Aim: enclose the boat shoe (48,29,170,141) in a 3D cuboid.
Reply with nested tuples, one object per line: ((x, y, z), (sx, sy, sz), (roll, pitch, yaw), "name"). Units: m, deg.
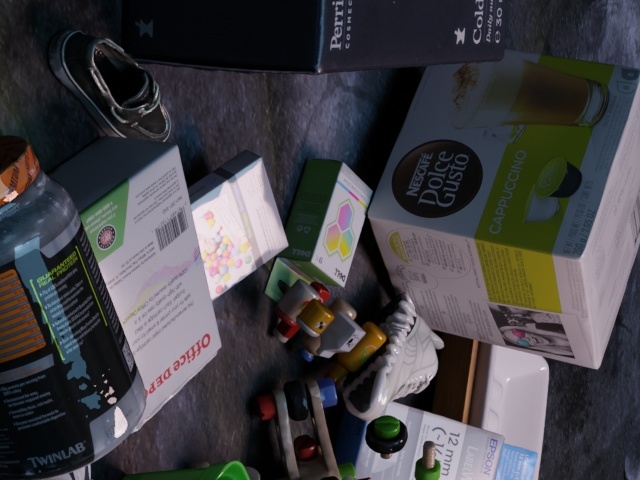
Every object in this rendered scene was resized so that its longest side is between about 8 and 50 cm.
((-0.225, -0.166, 1.786), (0.219, 0.070, 0.078), (42, 62, -54), "boat shoe")

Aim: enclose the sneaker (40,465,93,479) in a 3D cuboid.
((-0.302, 0.236, 1.686), (0.235, 0.094, 0.153), (47, 26, -77), "sneaker")

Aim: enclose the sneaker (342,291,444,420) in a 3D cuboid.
((0.117, 0.186, 2.304), (0.118, 0.110, 0.292), (45, 29, -8), "sneaker")

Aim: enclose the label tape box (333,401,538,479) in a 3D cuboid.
((0.180, 0.399, 2.371), (0.347, 0.115, 0.249), (18, 78, -17), "label tape box")

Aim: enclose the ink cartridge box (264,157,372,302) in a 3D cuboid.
((0.000, 0.000, 2.204), (0.109, 0.062, 0.209), (40, 63, -56), "ink cartridge box")

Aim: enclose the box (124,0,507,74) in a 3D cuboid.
((0.014, -0.456, 1.905), (0.471, 0.297, 0.480), (-13, 108, -55), "box")

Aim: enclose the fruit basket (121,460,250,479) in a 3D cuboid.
((-0.084, 0.458, 1.886), (0.283, 0.392, 0.392), (-53, 139, -38), "fruit basket")

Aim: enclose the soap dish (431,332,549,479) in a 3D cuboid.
((0.281, 0.291, 2.617), (0.229, 0.118, 0.291), (41, 51, -44), "soap dish")

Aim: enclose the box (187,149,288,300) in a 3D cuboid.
((-0.135, -0.006, 1.952), (0.186, 0.038, 0.145), (-35, 129, -26), "box")

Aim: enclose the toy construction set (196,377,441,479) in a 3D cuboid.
((-0.033, 0.366, 2.123), (0.308, 0.257, 0.237), (-26, 134, -31), "toy construction set")

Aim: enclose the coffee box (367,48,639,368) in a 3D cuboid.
((0.302, -0.057, 2.386), (0.338, 0.334, 0.338), (66, 41, -56), "coffee box")

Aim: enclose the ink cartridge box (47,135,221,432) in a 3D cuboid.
((-0.235, 0.049, 1.776), (0.201, 0.117, 0.278), (-43, 131, -46), "ink cartridge box")

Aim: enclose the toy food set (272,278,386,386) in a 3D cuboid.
((-0.007, 0.130, 2.146), (0.104, 0.111, 0.232), (-49, 159, 7), "toy food set")

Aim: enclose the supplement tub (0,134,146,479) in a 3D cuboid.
((-0.310, 0.067, 1.565), (0.193, 0.193, 0.316), (-44, 125, -46), "supplement tub")
